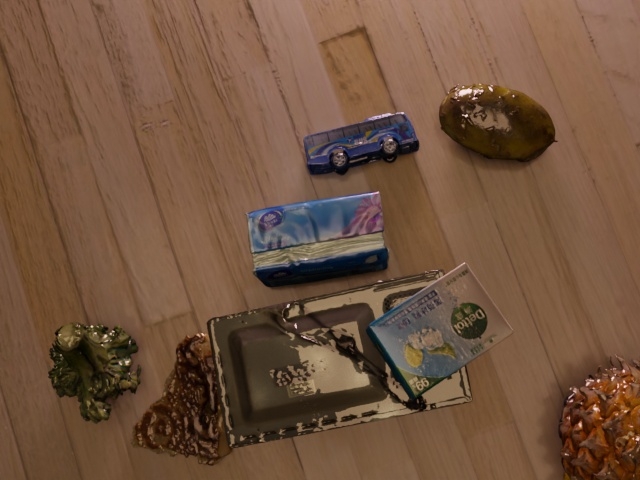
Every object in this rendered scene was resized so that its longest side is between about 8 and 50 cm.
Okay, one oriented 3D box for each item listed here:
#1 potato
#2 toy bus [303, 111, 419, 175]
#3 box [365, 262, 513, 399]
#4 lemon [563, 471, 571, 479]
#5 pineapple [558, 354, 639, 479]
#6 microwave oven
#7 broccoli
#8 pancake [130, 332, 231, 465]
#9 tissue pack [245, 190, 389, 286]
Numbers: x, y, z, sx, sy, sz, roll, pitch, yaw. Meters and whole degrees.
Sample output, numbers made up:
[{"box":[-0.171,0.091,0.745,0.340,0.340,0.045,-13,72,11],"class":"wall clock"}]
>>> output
[{"box":[0.365,-0.242,1.777,0.251,0.113,0.149,19,81,8],"class":"potato"},{"box":[0.083,-0.201,1.808,0.236,0.079,0.094,-14,81,2],"class":"toy bus"},{"box":[0.190,0.148,1.407,0.194,0.073,0.139,-32,80,-9],"class":"box"},{"box":[0.515,0.480,1.703,0.083,0.062,0.062,32,86,7],"class":"lemon"},{"box":[0.621,0.363,1.571,0.352,0.300,0.352,4,71,-12],"class":"pineapple"},{"box":[0.046,0.218,1.619,0.432,0.374,0.236,-13,83,7],"class":"microwave oven"},{"box":[-0.462,0.260,1.691,0.177,0.275,0.198,-1,84,0],"class":"broccoli"},{"box":[-0.287,0.347,1.791,0.244,0.057,0.266,-24,78,9],"class":"pancake"},{"box":[0.000,0.000,1.730,0.263,0.198,0.146,-8,80,2],"class":"tissue pack"}]
